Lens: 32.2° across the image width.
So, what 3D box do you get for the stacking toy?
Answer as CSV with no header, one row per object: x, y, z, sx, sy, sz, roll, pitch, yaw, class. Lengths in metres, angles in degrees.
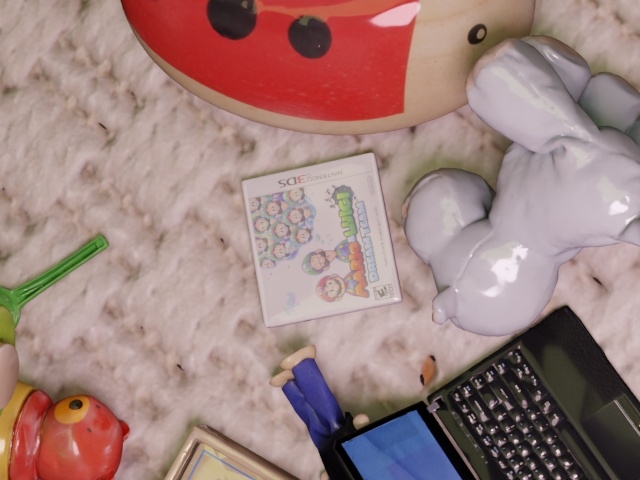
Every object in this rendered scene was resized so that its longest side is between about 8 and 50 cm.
-0.268,0.217,0.988,0.130,0.279,0.309,8,46,2,stacking toy

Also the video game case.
0.000,0.000,1.133,0.143,0.019,0.157,-12,79,9,video game case

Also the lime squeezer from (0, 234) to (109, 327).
-0.369,0.074,1.157,0.310,0.110,0.059,-24,57,-24,lime squeezer

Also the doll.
0.022,0.193,1.058,0.046,0.129,0.189,-22,67,-32,doll

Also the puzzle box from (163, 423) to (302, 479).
-0.102,0.418,1.071,0.272,0.052,0.408,27,87,14,puzzle box

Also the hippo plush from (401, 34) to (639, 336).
0.211,-0.020,1.030,0.236,0.234,0.294,-53,57,31,hippo plush

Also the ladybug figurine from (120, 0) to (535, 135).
-0.013,-0.267,1.104,0.450,0.162,0.305,8,83,12,ladybug figurine

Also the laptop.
0.185,0.211,0.986,0.264,0.136,0.234,-33,75,-2,laptop
